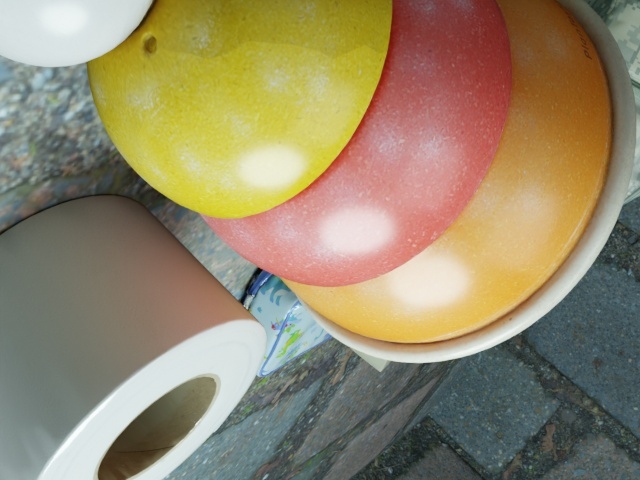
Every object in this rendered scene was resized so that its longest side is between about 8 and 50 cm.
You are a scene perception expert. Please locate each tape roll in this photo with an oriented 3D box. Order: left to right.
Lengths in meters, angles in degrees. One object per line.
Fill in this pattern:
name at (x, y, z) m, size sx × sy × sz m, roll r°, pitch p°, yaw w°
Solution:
tape roll at (-0.190, 0.106, 0.646) m, size 0.246 × 0.169 × 0.246 m, roll -39°, pitch 157°, yaw -20°

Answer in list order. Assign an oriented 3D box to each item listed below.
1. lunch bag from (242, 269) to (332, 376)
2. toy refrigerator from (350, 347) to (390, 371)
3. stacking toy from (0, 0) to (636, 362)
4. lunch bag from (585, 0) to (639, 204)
lunch bag at (-0.023, 0.091, 1.050) m, size 0.219 × 0.090 × 0.176 m, roll -23°, pitch 147°, yaw -48°
toy refrigerator at (0.147, 0.131, 1.454) m, size 0.102 × 0.094 × 0.269 m, roll -39°, pitch 159°, yaw -38°
stacking toy at (-0.032, -0.118, 0.497) m, size 0.480 × 0.350 × 0.350 m, roll 21°, pitch 111°, yaw -47°
lunch bag at (0.373, -0.195, 1.016) m, size 0.256 × 0.212 × 0.305 m, roll -57°, pitch -164°, yaw 20°
